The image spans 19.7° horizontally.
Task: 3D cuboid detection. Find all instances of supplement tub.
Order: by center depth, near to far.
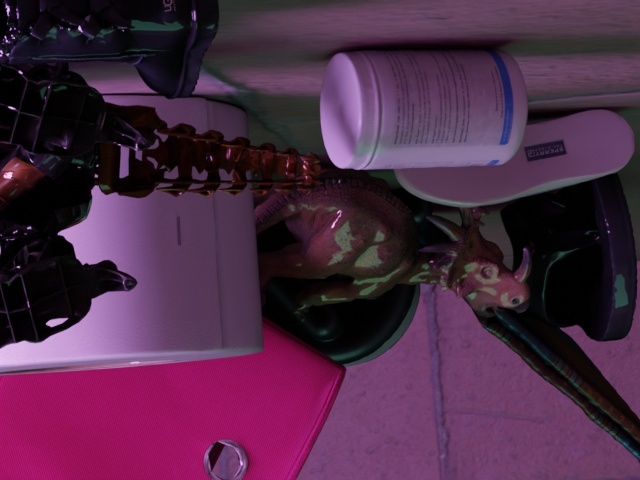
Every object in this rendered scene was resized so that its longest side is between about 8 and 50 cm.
[{"bbox_3d":[0.061,-0.077,1.081,0.107,0.071,0.071,-2,175,-20],"label":"supplement tub"}]

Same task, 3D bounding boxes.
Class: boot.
[{"bbox_3d":[-0.105,-0.096,0.869,0.099,0.045,0.121,-5,168,-14],"label":"boot"},{"bbox_3d":[0.136,-0.057,1.390,0.190,0.069,0.086,-5,173,-17],"label":"boot"}]

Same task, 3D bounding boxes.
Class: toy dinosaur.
[{"bbox_3d":[-0.169,-0.051,0.995,0.322,0.164,0.218,-19,-163,-4],"label":"toy dinosaur"},{"bbox_3d":[0.040,-0.013,1.590,0.200,0.127,0.295,-16,158,35],"label":"toy dinosaur"}]

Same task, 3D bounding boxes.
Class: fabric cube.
[{"bbox_3d":[-0.177,0.162,1.553,0.258,0.254,0.259,33,158,-13],"label":"fabric cube"}]

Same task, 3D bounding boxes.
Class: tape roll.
[{"bbox_3d":[-0.165,0.003,1.262,0.246,0.169,0.246,-4,176,0],"label":"tape roll"}]

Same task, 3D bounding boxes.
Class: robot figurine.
[{"bbox_3d":[0.016,0.044,1.861,0.209,0.174,0.278,-5,175,6],"label":"robot figurine"}]

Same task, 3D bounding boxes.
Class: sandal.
[{"bbox_3d":[0.225,0.022,1.816,0.107,0.167,0.446,-8,176,-4],"label":"sandal"}]

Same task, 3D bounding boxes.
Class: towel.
[{"bbox_3d":[0.219,0.099,1.955,0.271,0.040,0.370,40,-173,-16],"label":"towel"}]
